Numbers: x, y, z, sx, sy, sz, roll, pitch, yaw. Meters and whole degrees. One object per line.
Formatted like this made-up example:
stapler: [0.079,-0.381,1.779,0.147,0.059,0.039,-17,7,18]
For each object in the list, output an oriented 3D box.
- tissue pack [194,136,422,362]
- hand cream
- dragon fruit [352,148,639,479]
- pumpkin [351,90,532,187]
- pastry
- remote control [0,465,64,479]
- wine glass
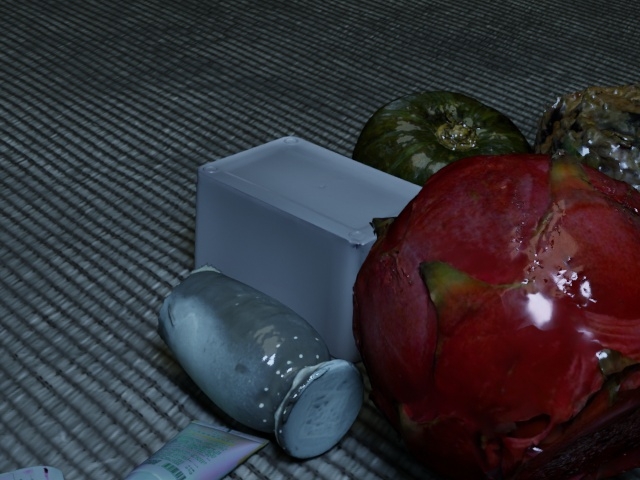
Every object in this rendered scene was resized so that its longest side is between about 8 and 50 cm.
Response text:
tissue pack: [-0.001,0.000,1.343,0.246,0.136,0.159,25,34,38]
hand cream: [-0.114,0.191,1.061,0.076,0.047,0.174,13,20,21]
dragon fruit: [0.176,0.072,1.058,0.295,0.296,0.302,-5,37,-15]
pumpkin: [0.145,-0.075,1.481,0.223,0.157,0.224,4,44,-4]
pastry: [0.287,-0.036,1.294,0.193,0.275,0.275,19,8,-47]
remote control: [-0.281,0.220,0.998,0.166,0.029,0.065,-11,30,-16]
wine glass: [-0.057,0.107,1.148,0.111,0.111,0.204,-19,35,-36]
